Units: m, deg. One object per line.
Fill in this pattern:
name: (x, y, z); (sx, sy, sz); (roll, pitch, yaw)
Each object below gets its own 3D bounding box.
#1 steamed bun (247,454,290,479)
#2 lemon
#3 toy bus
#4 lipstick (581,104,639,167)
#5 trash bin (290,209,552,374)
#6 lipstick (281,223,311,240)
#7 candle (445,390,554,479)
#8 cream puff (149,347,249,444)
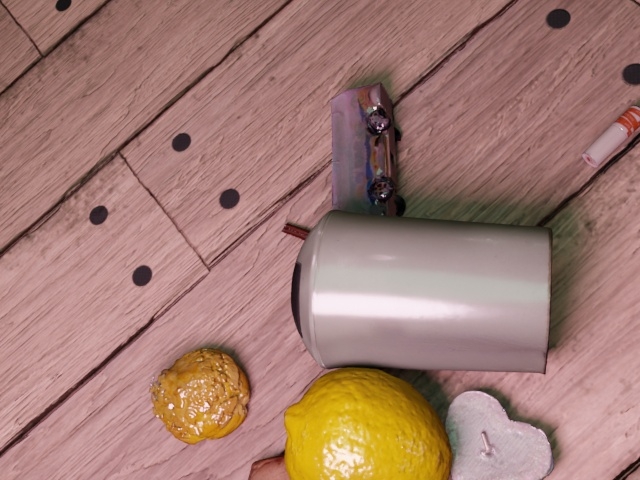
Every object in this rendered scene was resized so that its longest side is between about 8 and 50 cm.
steamed bun: (-0.058, 0.461, 1.280); (0.145, 0.106, 0.175); (-20, 52, 16)
lemon: (0.082, 0.340, 1.184); (0.310, 0.253, 0.253); (32, 81, -12)
toy bus: (0.089, -0.149, 1.458); (0.138, 0.112, 0.316); (-7, 67, 20)
lipstick: (0.545, -0.193, 1.364); (0.131, 0.038, 0.038); (-43, 64, -1)
trash bin: (0.164, 0.090, 1.253); (0.432, 0.280, 0.280); (2, 71, 15)
lipstick: (0.000, 0.000, 1.474); (0.177, 0.027, 0.027); (20, 77, 25)
candle: (0.279, 0.356, 1.227); (0.192, 0.068, 0.168); (37, 81, 27)
cream puff: (-0.231, 0.288, 1.383); (0.189, 0.129, 0.188); (-6, 66, 13)
